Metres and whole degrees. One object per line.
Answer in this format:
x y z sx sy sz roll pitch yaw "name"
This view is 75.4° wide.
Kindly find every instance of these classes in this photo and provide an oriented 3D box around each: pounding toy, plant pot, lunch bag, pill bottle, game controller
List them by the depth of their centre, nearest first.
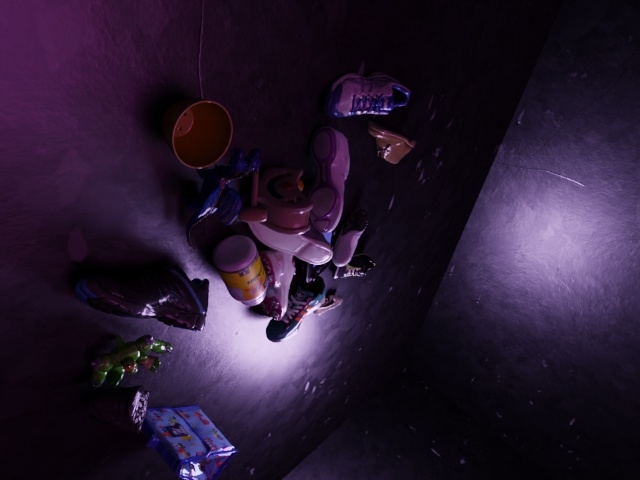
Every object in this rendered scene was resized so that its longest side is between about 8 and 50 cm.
-0.256 -0.223 0.818 0.134 0.095 0.134 -35 144 -31 "plant pot"
-0.088 -0.120 1.021 0.269 0.154 0.155 -75 175 -54 "pounding toy"
-0.215 0.092 1.155 0.117 0.117 0.215 -42 147 -24 "pill bottle"
-0.425 0.605 1.237 0.138 0.221 0.293 -51 150 -10 "lunch bag"
0.000 0.000 1.428 0.166 0.067 0.319 -30 141 -38 "game controller"

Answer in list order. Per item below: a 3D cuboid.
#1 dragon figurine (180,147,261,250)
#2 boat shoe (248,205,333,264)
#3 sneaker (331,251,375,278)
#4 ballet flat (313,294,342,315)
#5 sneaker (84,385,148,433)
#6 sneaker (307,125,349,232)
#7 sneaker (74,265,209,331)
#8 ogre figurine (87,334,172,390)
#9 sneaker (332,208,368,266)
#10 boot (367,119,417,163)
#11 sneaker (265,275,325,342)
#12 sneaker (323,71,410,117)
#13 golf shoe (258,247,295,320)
-0.234 -0.089 0.917 0.085 0.144 0.289 18 104 -46 "dragon figurine"
-0.091 -0.033 1.220 0.116 0.099 0.319 -38 132 24 "boat shoe"
0.146 0.107 1.709 0.234 0.097 0.084 -23 135 -44 "sneaker"
0.036 0.260 1.740 0.168 0.057 0.052 -26 128 -42 "ballet flat"
-0.513 0.422 1.052 0.130 0.109 0.286 9 145 -13 "sneaker"
0.042 -0.174 1.224 0.152 0.114 0.305 -11 108 -60 "sneaker"
-0.394 0.116 0.958 0.341 0.125 0.140 36 60 -57 "sneaker"
-0.469 0.288 1.006 0.197 0.097 0.118 -7 145 -13 "ogre figurine"
0.109 -0.013 1.576 0.237 0.085 0.086 -64 -178 1 "sneaker"
0.234 -0.331 1.424 0.115 0.112 0.305 -55 154 19 "boot"
-0.089 0.234 1.493 0.302 0.108 0.121 -41 147 -39 "sneaker"
0.141 -0.411 1.179 0.296 0.131 0.112 -31 143 -34 "sneaker"
-0.128 0.136 1.332 0.140 0.115 0.306 -37 146 -36 "golf shoe"
